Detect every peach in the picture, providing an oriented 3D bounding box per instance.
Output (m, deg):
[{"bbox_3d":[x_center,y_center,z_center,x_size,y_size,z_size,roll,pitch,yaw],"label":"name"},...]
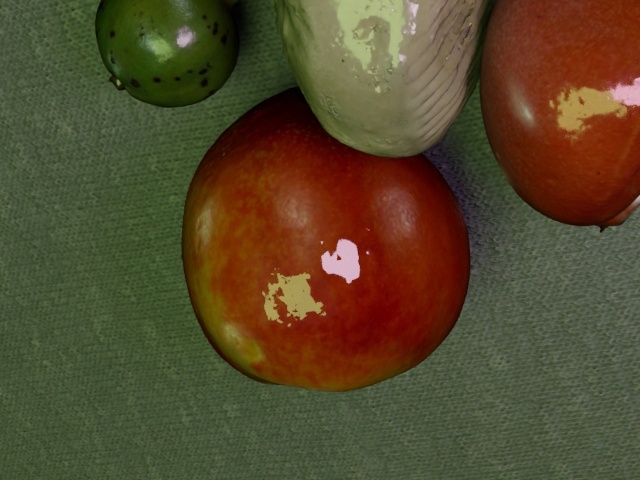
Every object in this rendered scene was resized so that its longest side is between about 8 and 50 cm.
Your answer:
[{"bbox_3d":[0.000,0.000,1.579,0.388,0.388,0.388,9,122,15],"label":"peach"}]

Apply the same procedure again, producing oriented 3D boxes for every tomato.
[{"bbox_3d":[0.313,-0.190,1.385,0.273,0.341,0.341,47,125,8],"label":"tomato"}]

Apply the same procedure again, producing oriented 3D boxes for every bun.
[{"bbox_3d":[0.074,-0.255,1.385,0.235,0.362,0.326,12,80,19],"label":"bun"}]

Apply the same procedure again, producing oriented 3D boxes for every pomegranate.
[{"bbox_3d":[-0.168,-0.276,1.591,0.248,0.202,0.202,-40,102,2],"label":"pomegranate"}]
